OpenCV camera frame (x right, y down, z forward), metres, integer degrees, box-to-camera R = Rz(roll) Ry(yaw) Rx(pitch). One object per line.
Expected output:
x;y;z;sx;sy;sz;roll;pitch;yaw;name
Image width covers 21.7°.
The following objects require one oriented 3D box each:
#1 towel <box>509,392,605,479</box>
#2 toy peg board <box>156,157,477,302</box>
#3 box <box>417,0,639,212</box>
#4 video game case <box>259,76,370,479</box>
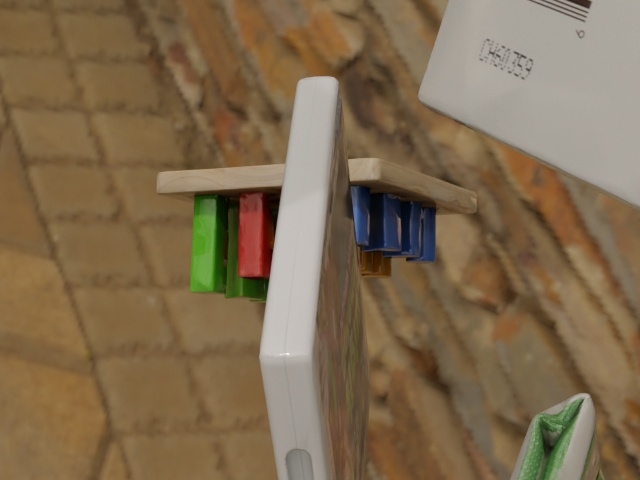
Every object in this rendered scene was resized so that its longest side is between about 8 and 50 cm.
0.128;0.261;0.851;0.038;0.325;0.248;3;50;26;towel
0.000;0.000;1.103;0.160;0.079;0.161;-2;-7;28;toy peg board
0.154;-0.097;0.579;0.119;0.181;0.182;5;18;-40;box
0.002;0.053;0.699;0.022;0.173;0.190;-2;36;6;video game case
